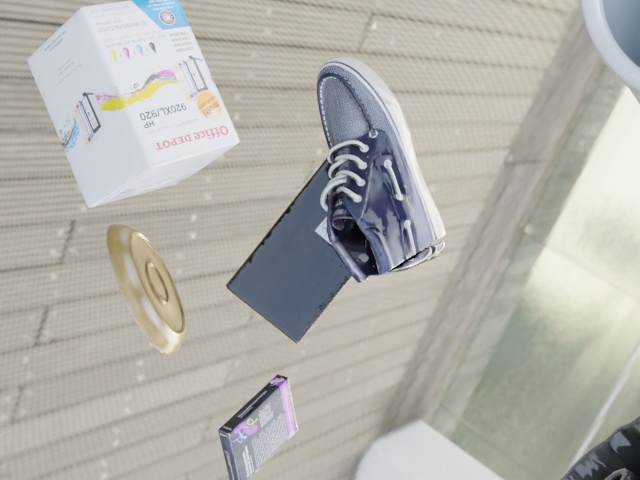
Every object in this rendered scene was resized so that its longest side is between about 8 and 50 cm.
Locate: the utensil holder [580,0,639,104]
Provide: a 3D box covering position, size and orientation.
[{"bbox_3d":[0.509,-0.232,1.217,0.328,0.327,0.385,-58,147,2],"label":"utensil holder"}]

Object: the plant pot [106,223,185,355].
[{"bbox_3d":[-0.278,0.075,1.742,0.032,0.236,0.236,-24,152,6],"label":"plant pot"}]

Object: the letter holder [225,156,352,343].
[{"bbox_3d":[0.000,0.000,1.803,0.302,0.152,0.214,-52,180,2],"label":"letter holder"}]

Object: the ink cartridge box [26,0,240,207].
[{"bbox_3d":[-0.259,-0.192,1.476,0.171,0.233,0.168,-22,178,-45],"label":"ink cartridge box"}]

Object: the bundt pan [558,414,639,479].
[{"bbox_3d":[0.393,0.339,1.294,0.331,0.124,0.331,-43,179,-1],"label":"bundt pan"}]

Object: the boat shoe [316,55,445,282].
[{"bbox_3d":[0.057,-0.101,1.563,0.127,0.341,0.158,-26,-177,45],"label":"boat shoe"}]

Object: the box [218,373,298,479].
[{"bbox_3d":[-0.102,0.315,1.770,0.162,0.029,0.116,-40,132,-43],"label":"box"}]
